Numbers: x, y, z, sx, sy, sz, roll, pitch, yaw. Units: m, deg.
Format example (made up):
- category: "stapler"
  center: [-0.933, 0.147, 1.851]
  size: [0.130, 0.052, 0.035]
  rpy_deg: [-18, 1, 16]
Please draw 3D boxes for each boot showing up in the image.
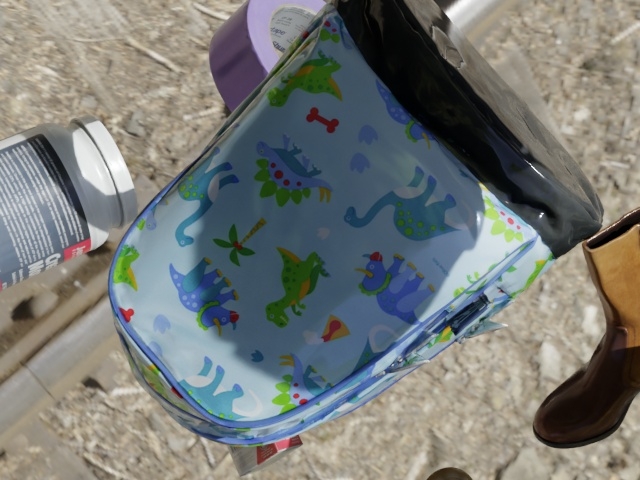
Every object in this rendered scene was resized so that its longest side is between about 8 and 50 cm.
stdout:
- category: "boot"
  center: [0.358, 0.108, 1.350]
  size: [0.264, 0.096, 0.280]
  rpy_deg: [-26, 132, -5]

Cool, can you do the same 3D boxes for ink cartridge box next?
- category: "ink cartridge box"
  center: [-0.098, 0.260, 1.606]
  size: [0.056, 0.099, 0.135]
  rpy_deg: [-5, 63, -48]

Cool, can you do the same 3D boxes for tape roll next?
- category: "tape roll"
  center: [-0.033, -0.204, 1.301]
  size: [0.189, 0.080, 0.189]
  rpy_deg: [25, 48, -32]

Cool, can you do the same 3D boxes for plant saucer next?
- category: "plant saucer"
  center: [0.174, 0.345, 1.466]
  size: [0.083, 0.015, 0.083]
  rpy_deg: [1, 87, -15]

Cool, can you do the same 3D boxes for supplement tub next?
- category: "supplement tub"
  center: [-0.411, -0.047, 1.515]
  size: [0.272, 0.191, 0.191]
  rpy_deg: [-26, 116, -22]

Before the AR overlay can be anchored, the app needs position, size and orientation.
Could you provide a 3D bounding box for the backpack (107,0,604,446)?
- category: "backpack"
  center: [0.000, 0.000, 0.872]
  size: [0.355, 0.273, 0.290]
  rpy_deg: [-40, 89, 22]
